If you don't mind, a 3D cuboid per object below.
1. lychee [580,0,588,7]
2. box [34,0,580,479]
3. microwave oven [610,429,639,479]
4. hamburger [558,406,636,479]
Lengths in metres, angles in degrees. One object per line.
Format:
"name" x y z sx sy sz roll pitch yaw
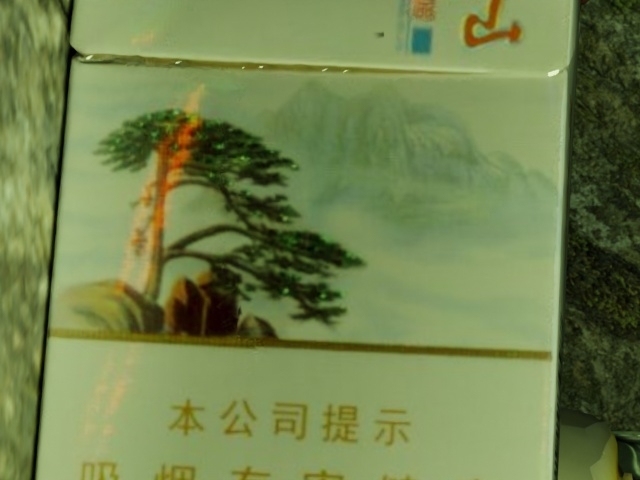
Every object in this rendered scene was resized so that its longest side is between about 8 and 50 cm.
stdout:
"lychee" 0.098 -0.201 1.015 0.188 0.188 0.188 2 90 -81
"box" 0.000 -0.001 0.553 0.067 0.149 0.233 60 33 -78
"microwave oven" 0.143 0.300 1.088 0.218 0.286 0.355 81 15 -48
"hamburger" 0.030 0.189 0.705 0.276 0.179 0.294 86 7 -48
